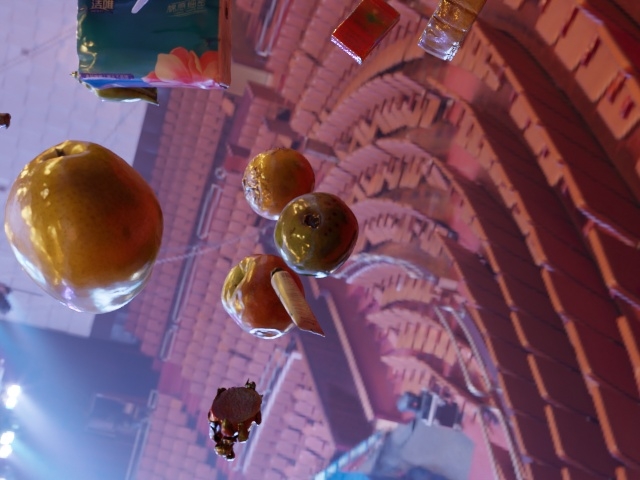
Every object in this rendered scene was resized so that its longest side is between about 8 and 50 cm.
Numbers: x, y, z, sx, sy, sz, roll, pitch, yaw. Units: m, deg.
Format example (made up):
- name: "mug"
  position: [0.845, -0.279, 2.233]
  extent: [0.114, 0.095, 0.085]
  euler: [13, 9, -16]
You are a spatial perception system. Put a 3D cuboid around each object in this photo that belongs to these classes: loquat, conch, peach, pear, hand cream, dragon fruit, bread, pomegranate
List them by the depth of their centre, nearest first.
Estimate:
- name: "bread"
  position: [0.244, -0.412, 1.290]
  extent: [0.236, 0.070, 0.236]
  euler: [-61, 0, 0]
- name: "pomegranate"
  position: [-0.010, 0.005, 1.640]
  extent: [0.179, 0.180, 0.210]
  euler: [-86, -1, -48]
- name: "dragon fruit"
  position: [-0.205, 0.409, 1.780]
  extent: [0.138, 0.142, 0.174]
  euler: [26, 103, 47]
- name: "conch"
  position: [-0.473, -0.366, 1.801]
  extent: [0.079, 0.201, 0.094]
  euler: [160, 111, -67]
- name: "hand cream"
  position: [-0.060, 0.143, 1.815]
  extent: [0.050, 0.080, 0.234]
  euler: [-56, 38, 18]
- name: "pear"
  position: [-0.544, -0.027, 1.827]
  extent: [0.362, 0.363, 0.418]
  euler: [-88, -9, -54]
- name: "peach"
  position: [-0.140, 0.151, 2.051]
  extent: [0.214, 0.235, 0.214]
  euler: [-26, 38, 22]
- name: "loquat"
  position: [-0.135, -0.182, 2.485]
  extent: [0.235, 0.235, 0.234]
  euler: [-166, 90, -81]

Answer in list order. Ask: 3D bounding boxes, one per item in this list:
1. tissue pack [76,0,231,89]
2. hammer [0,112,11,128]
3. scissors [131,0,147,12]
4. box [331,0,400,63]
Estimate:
- name: "tissue pack"
  position: [-0.305, -0.387, 1.444]
  extent: [0.137, 0.270, 0.209]
  euler: [20, -107, -85]
- name: "hammer"
  position: [-0.707, -0.218, 1.397]
  extent: [0.027, 0.298, 0.125]
  euler: [-92, 5, -57]
- name: "scissors"
  position: [-0.259, -0.415, 1.245]
  extent: [0.189, 0.100, 0.015]
  euler: [-28, 44, 48]
- name: "box"
  position: [0.126, -0.590, 2.163]
  extent: [0.175, 0.112, 0.048]
  euler: [-48, -6, -6]
